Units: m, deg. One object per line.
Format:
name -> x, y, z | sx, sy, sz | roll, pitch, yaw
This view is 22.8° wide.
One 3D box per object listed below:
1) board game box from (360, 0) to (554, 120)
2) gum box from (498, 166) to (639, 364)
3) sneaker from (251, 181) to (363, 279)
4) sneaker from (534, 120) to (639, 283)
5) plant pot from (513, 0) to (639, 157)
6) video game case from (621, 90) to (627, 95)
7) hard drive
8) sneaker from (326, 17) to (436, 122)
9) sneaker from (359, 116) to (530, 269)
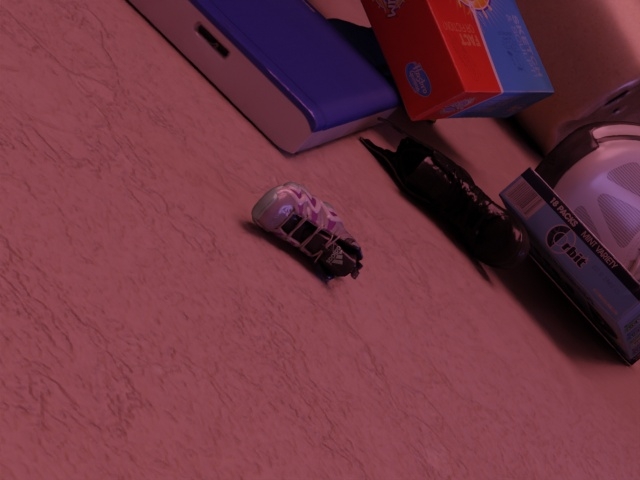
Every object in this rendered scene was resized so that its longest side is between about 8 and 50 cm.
board game box -> 0.105, -0.275, 1.579 | 0.242, 0.064, 0.317 | -11, 76, -61
gum box -> 0.238, 0.027, 1.443 | 0.157, 0.041, 0.184 | 49, 1, 21
sneaker -> 0.000, 0.000, 1.035 | 0.069, 0.038, 0.098 | 50, 18, 26
sneaker -> 0.407, 0.052, 1.632 | 0.447, 0.169, 0.257 | 32, 17, -41
plant pot -> 0.320, -0.282, 2.081 | 0.334, 0.334, 0.305 | 10, 47, -62
video game case -> 0.437, -0.221, 2.242 | 0.157, 0.019, 0.143 | 34, 22, 35
hard drive -> -0.045, -0.171, 1.355 | 0.210, 0.040, 0.318 | 44, 16, 5
sneaker -> 0.080, -0.195, 1.643 | 0.209, 0.082, 0.069 | 25, 26, -44
sneaker -> 0.108, -0.042, 1.382 | 0.089, 0.051, 0.170 | 28, 18, -43
